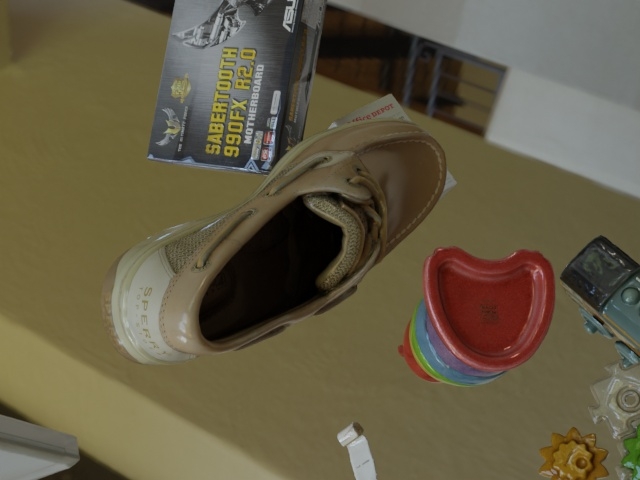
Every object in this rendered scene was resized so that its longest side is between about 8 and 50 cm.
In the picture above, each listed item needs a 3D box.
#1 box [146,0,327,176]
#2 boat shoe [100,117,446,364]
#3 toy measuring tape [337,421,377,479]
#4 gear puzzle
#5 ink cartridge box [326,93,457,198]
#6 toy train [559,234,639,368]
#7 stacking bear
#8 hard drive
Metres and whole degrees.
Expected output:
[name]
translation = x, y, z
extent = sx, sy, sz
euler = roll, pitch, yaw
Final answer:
[box]
translation = -0.098, -0.194, 1.351
extent = 0.056, 0.183, 0.231
euler = 15, -95, -61
[boat shoe]
translation = 0.000, 0.000, 0.869
extent = 0.341, 0.110, 0.121
euler = -34, -67, -38
[toy measuring tape]
translation = 0.043, 0.384, 1.546
extent = 0.121, 0.330, 0.121
euler = -9, -38, -7
[gear puzzle]
translation = 0.414, 0.205, 1.380
extent = 0.339, 0.175, 0.044
euler = -25, -28, 9
[ink cartridge box]
translation = 0.083, -0.099, 1.470
extent = 0.109, 0.150, 0.063
euler = -30, -10, -35
[toy train]
translation = 0.514, 0.133, 1.801
extent = 0.142, 0.334, 0.190
euler = -44, -32, 1
[stacking bear]
translation = 0.192, 0.125, 1.594
extent = 0.289, 0.175, 0.164
euler = 124, 146, -71
[hard drive]
translation = -0.417, 0.215, 1.161
extent = 0.307, 0.203, 0.040
euler = 37, -145, -60
